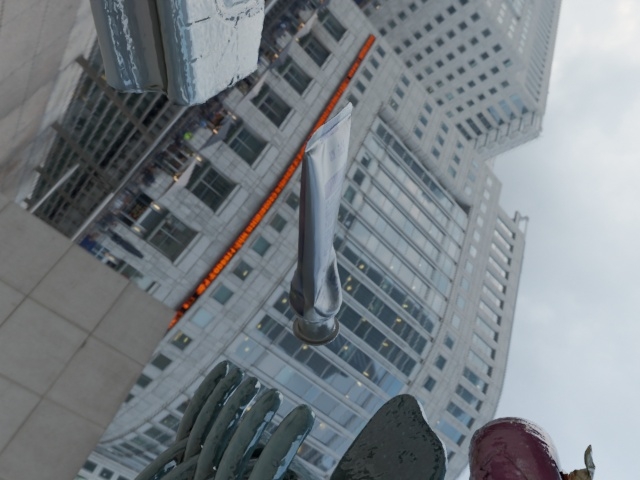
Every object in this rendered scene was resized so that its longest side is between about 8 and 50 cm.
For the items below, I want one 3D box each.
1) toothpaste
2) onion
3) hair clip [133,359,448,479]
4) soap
[{"bbox_3d":[0.000,0.000,0.455,0.096,0.061,0.265,-55,156,-48],"label":"toothpaste"},{"bbox_3d":[0.280,0.338,0.616,0.177,0.154,0.177,11,90,-78],"label":"onion"},{"bbox_3d":[-0.026,0.260,0.378,0.392,0.238,0.318,-51,-167,-20],"label":"hair clip"},{"bbox_3d":[-0.256,-0.521,0.834,0.350,0.213,0.434,-57,159,-51],"label":"soap"}]
